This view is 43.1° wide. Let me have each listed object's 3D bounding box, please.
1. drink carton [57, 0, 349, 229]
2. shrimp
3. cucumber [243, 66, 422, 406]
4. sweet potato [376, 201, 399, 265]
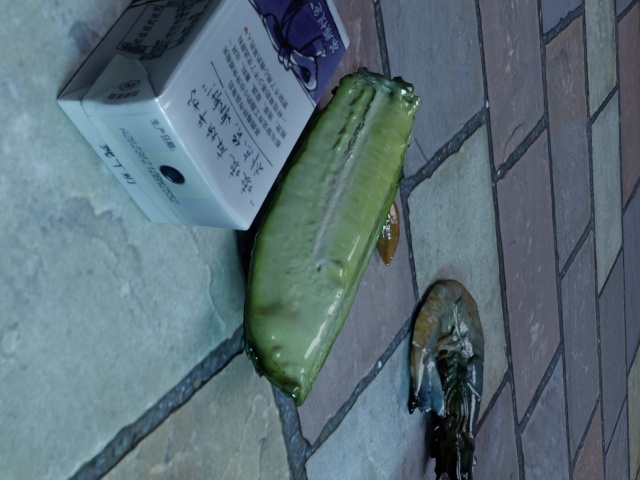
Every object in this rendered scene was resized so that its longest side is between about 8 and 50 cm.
[{"bbox_3d":[-0.076,-0.131,0.620,0.222,0.102,0.134,-65,145,-32],"label":"drink carton"},{"bbox_3d":[0.172,0.192,1.106,0.178,0.075,0.289,23,74,-50],"label":"shrimp"},{"bbox_3d":[-0.002,0.001,0.764,0.145,0.105,0.325,94,15,-62],"label":"cucumber"},{"bbox_3d":[0.077,-0.014,0.958,0.034,0.034,0.095,-39,136,-51],"label":"sweet potato"}]
